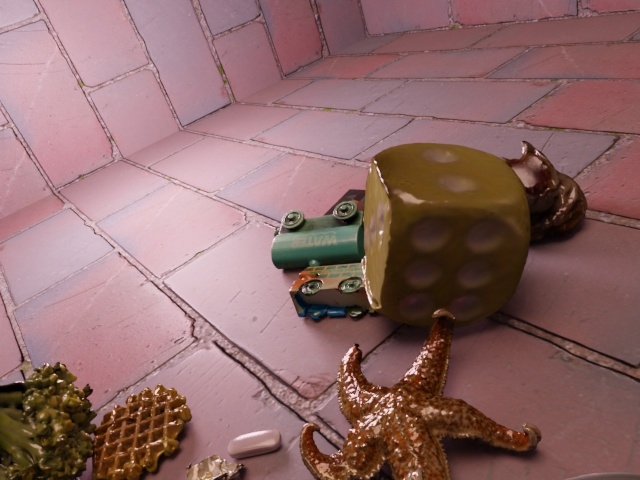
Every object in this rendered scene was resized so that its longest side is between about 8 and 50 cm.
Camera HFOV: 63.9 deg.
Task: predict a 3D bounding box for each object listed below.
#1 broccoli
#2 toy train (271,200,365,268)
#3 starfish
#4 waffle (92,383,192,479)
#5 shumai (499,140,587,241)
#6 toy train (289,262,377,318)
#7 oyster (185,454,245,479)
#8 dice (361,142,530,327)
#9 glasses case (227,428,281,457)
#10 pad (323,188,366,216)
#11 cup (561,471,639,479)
[{"bbox_3d":[-0.459,0.315,0.764,0.242,0.273,0.180,-39,62,-10],"label":"broccoli"},{"bbox_3d":[0.000,0.000,1.154,0.248,0.101,0.159,-6,48,24],"label":"toy train"},{"bbox_3d":[0.122,0.222,0.684,0.312,0.113,0.303,0,35,36],"label":"starfish"},{"bbox_3d":[-0.299,0.316,0.849,0.191,0.038,0.191,-15,29,8],"label":"waffle"},{"bbox_3d":[0.384,-0.109,0.995,0.184,0.185,0.218,-29,31,-16],"label":"shumai"},{"bbox_3d":[0.037,0.097,0.981,0.188,0.072,0.099,-6,25,22],"label":"toy train"},{"bbox_3d":[-0.185,0.369,0.696,0.200,0.061,0.106,-33,14,-27],"label":"oyster"},{"bbox_3d":[0.191,-0.013,0.846,0.227,0.238,0.233,3,34,-2],"label":"dice"},{"bbox_3d":[-0.098,0.303,0.765,0.083,0.021,0.032,-16,32,8],"label":"glasses case"},{"bbox_3d":[0.124,-0.093,1.311,0.211,0.003,0.143,6,39,38],"label":"pad"},{"bbox_3d":[0.227,0.341,0.319,0.205,0.205,0.312,-17,30,5],"label":"cup"}]
